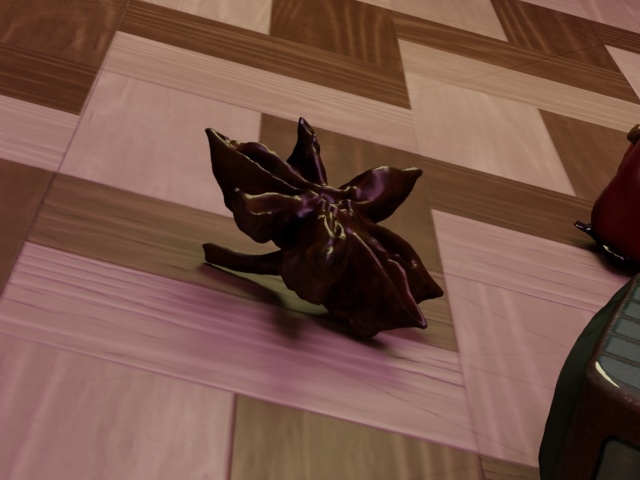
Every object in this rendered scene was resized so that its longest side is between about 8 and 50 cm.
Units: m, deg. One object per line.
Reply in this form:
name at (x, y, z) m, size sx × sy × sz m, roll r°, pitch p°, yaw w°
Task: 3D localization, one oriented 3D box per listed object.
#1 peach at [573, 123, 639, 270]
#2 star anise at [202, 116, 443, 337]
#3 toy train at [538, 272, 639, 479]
peach at (0.443, -0.041, 1.656) m, size 0.362 × 0.201 × 0.258 m, roll 21°, pitch 19°, yaw 13°
star anise at (0.006, -0.003, 1.335) m, size 0.196 × 0.111 × 0.212 m, roll -3°, pitch 35°, yaw -33°
toy train at (0.233, 0.119, 1.157) m, size 0.159 × 0.129 × 0.326 m, roll 17°, pitch 18°, yaw 13°
